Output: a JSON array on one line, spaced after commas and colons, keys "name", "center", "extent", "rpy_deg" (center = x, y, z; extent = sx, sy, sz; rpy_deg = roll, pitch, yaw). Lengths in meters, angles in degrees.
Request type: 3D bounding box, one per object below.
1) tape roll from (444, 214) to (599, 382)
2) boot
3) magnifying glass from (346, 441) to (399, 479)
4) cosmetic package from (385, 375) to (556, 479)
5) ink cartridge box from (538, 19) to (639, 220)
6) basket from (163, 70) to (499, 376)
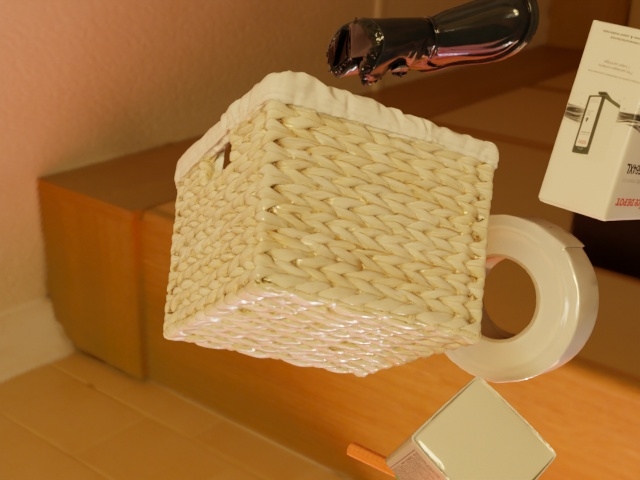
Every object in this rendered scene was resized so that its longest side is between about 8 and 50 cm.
[{"name": "tape roll", "center": [0.321, 0.095, 1.651], "extent": [0.100, 0.286, 0.286], "rpy_deg": [0, -76, -55]}, {"name": "boot", "center": [0.150, -0.279, 1.346], "extent": [0.207, 0.247, 0.094], "rpy_deg": [-14, -87, -40]}, {"name": "magnifying glass", "center": [0.149, 0.381, 1.569], "extent": [0.092, 0.231, 0.026], "rpy_deg": [4, -76, -66]}, {"name": "cosmetic package", "center": [0.200, 0.307, 1.367], "extent": [0.129, 0.153, 0.296], "rpy_deg": [-41, -10, -14]}, {"name": "ink cartridge box", "center": [0.335, -0.128, 1.081], "extent": [0.148, 0.086, 0.203], "rpy_deg": [-3, -69, -53]}, {"name": "basket", "center": [0.000, 0.000, 1.234], "extent": [0.331, 0.328, 0.266], "rpy_deg": [16, -113, -25]}]
